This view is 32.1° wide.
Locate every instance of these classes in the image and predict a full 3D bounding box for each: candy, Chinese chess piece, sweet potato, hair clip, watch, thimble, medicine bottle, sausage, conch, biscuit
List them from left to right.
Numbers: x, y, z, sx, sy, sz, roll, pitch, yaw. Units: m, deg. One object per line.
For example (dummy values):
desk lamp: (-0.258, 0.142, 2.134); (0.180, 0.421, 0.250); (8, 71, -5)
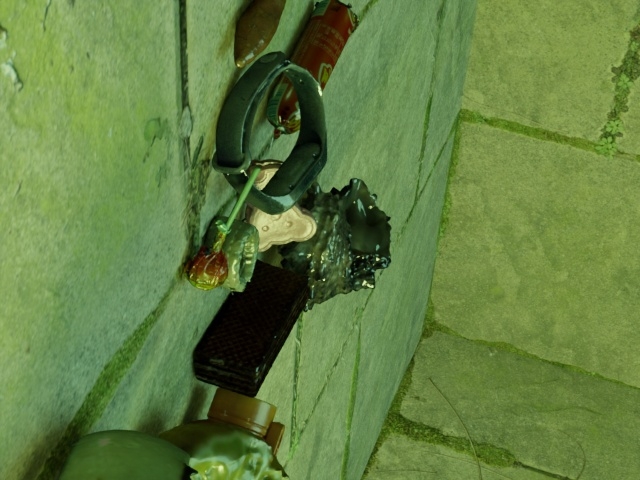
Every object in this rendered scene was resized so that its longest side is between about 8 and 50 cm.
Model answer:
Chinese chess piece: (-0.236, 0.393, 1.266); (0.349, 0.147, 0.349); (-170, -90, -87)
candy: (-0.157, 0.382, 1.561); (0.118, 0.260, 0.259); (-5, -118, 58)
medicine bottle: (-0.151, 0.349, 1.725); (0.112, 0.149, 0.222); (64, 43, -70)
candy: (-0.126, -0.017, 1.516); (0.201, 0.060, 0.060); (-62, 172, 22)
thimble: (-0.132, 0.022, 1.619); (0.084, 0.062, 0.109); (-39, 142, -63)
biscuit: (-0.103, 0.133, 1.767); (0.252, 0.106, 0.070); (-60, 161, -46)
sweet potato: (-0.078, -0.305, 1.490); (0.055, 0.058, 0.202); (35, 59, -30)
watch: (-0.068, -0.147, 1.561); (0.206, 0.068, 0.193); (-51, 131, -34)
hair clip: (-0.072, -0.055, 1.690); (0.138, 0.123, 0.102); (85, -5, -69)
sausage: (-0.022, -0.260, 1.727); (0.083, 0.083, 0.264); (84, 27, -58)
conch: (0.007, -0.006, 1.975); (0.313, 0.186, 0.240); (-32, 133, -42)
